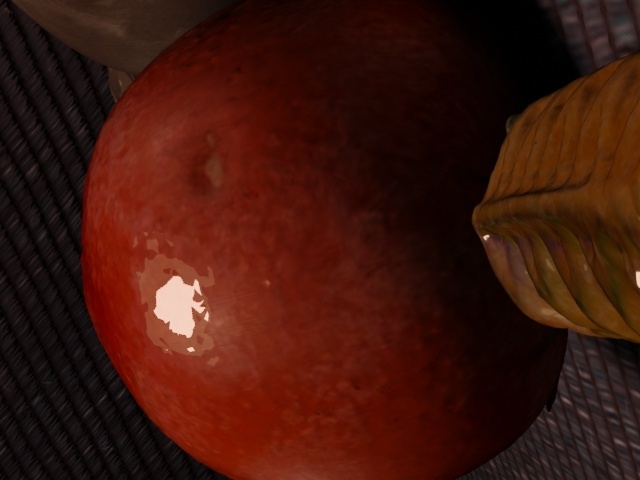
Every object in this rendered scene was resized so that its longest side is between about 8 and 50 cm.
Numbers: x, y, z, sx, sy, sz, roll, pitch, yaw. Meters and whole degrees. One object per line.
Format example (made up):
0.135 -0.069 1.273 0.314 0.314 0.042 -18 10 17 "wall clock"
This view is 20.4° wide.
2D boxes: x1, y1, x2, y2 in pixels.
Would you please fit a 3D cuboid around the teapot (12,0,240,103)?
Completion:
-0.058 -0.187 1.177 0.285 0.305 0.223 61 -144 -56 "teapot"

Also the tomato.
0.000 0.000 0.890 0.265 0.265 0.265 63 174 12 "tomato"

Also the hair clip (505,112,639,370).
0.143 0.034 0.810 0.229 0.036 0.066 61 179 -24 "hair clip"

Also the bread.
0.117 -0.012 0.601 0.087 0.098 0.269 23 178 -6 "bread"
